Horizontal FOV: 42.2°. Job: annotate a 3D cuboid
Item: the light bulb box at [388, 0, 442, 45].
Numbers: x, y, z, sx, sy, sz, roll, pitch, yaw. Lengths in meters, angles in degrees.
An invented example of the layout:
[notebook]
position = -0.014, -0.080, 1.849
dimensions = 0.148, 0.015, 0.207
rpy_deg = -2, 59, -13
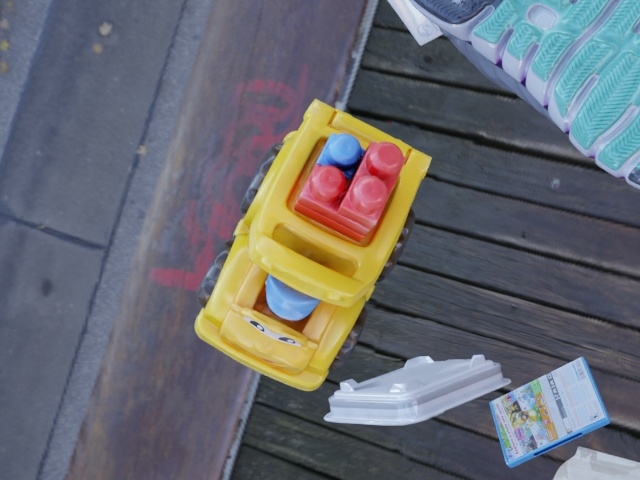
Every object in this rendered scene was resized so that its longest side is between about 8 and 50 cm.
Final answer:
[light bulb box]
position = 0.274, -0.574, 1.369
dimensions = 0.361, 0.225, 0.358
rpy_deg = -22, 36, 34

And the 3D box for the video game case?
[video game case]
position = 0.344, 0.260, 1.258
dimensions = 0.166, 0.015, 0.119
rpy_deg = -32, 37, 21

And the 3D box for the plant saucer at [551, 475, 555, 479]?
[plant saucer]
position = 0.247, 0.433, 1.001
dimensions = 0.050, 0.310, 0.310
rpy_deg = 24, 91, 14

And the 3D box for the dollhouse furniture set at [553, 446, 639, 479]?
[dollhouse furniture set]
position = 0.226, 0.257, 0.623
dimensions = 0.101, 0.182, 0.161
rpy_deg = 11, 72, 28

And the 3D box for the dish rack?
[dish rack]
position = 0.195, 0.299, 1.710
dimensions = 0.285, 0.333, 0.072
rpy_deg = -13, 88, 51

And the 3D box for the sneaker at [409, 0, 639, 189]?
[sneaker]
position = 0.147, -0.099, 0.467
dimensions = 0.083, 0.098, 0.223
rpy_deg = -47, 72, 8

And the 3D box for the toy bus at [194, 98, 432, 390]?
[toy bus]
position = 0.000, 0.000, 0.677
dimensions = 0.149, 0.211, 0.220
rpy_deg = 27, 75, -4
